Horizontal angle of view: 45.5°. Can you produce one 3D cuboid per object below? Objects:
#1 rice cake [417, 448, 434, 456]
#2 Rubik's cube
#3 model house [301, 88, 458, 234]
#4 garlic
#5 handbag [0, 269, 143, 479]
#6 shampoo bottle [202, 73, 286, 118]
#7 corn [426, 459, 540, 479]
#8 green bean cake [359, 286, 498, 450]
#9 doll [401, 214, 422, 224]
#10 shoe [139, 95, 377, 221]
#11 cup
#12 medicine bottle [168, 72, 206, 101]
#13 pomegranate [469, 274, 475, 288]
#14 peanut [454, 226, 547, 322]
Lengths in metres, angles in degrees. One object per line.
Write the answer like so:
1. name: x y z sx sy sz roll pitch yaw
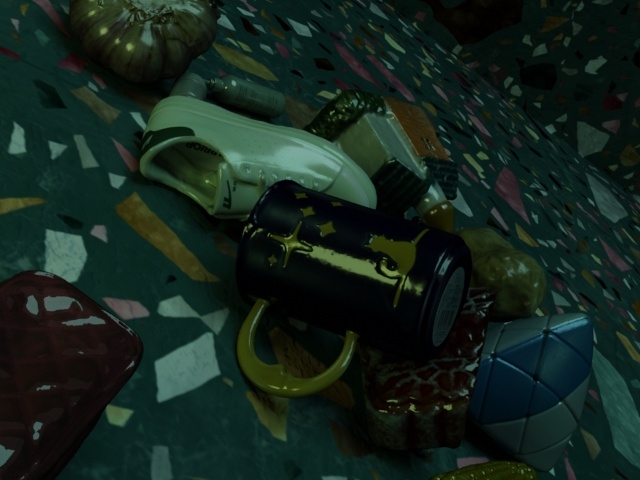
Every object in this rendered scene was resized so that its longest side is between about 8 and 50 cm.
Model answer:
1. rice cake: 0.130 0.245 1.059 0.022 0.021 0.121 19 33 -29
2. Rubik's cube: 0.275 0.242 1.144 0.254 0.254 0.254 31 29 -20
3. model house: 0.128 -0.102 1.382 0.271 0.190 0.301 3 49 -49
4. garlic: -0.290 -0.355 1.229 0.245 0.160 0.245 12 63 -25
5. handbag: -0.256 0.132 0.599 0.146 0.135 0.225 41 31 -3
6. shampoo bottle: -0.149 -0.270 1.393 0.195 0.056 0.056 10 41 -47
7. corn: 0.201 0.327 0.956 0.262 0.097 0.097 9 42 -49
8. green bean cake: 0.148 0.163 1.015 0.199 0.097 0.232 -4 36 7
9. doll: 0.147 -0.001 1.388 0.096 0.070 0.195 13 24 8
10. shoe: -0.088 -0.085 1.096 0.363 0.132 0.160 22 35 -8
11. cup: 0.032 0.079 0.961 0.256 0.255 0.178 19 -2 24
12. medicine bottle: -0.218 -0.230 1.243 0.058 0.058 0.091 31 30 -21
13. pomegranate: 0.162 0.096 1.189 0.159 0.159 0.205 14 67 -42
14. peanut: 0.281 0.056 1.312 0.159 0.143 0.291 49 0 -6
